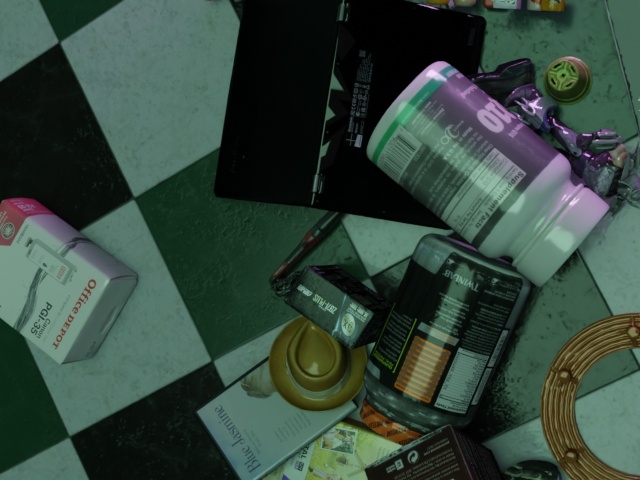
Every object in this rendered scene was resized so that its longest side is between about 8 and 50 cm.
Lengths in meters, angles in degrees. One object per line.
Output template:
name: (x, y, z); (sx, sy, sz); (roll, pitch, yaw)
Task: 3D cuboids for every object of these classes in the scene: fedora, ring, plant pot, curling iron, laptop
fedora: (-0.007, 0.207, 1.963); (0.194, 0.079, 0.194); (-2, 61, 4)
ring: (0.538, 0.291, 1.850); (0.336, 0.032, 0.337); (1, 92, 18)
plant pot: (0.413, -0.273, 1.853); (0.083, 0.079, 0.083); (1, 92, 17)
curling iron: (0.000, 0.000, 2.020); (0.068, 0.035, 0.274); (36, 97, -7)
laptop: (0.045, -0.237, 1.992); (0.408, 0.236, 0.382); (9, 90, -11)

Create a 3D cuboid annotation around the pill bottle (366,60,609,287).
pill bottle: (0.268, -0.103, 1.768); (0.361, 0.204, 0.204); (41, 103, 9)

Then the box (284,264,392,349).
box: (0.038, 0.113, 1.930); (0.147, 0.180, 0.077); (34, 99, 14)

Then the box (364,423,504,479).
box: (0.205, 0.426, 1.784); (0.168, 0.203, 0.167); (-31, 57, 14)

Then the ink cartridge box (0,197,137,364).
ink cartridge box: (-0.532, 0.077, 2.148); (0.283, 0.117, 0.207); (34, 101, 15)

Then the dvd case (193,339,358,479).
dvd case: (-0.083, 0.306, 1.990); (0.253, 0.022, 0.180); (-36, 65, -6)

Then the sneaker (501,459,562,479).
sneaker: (0.334, 0.535, 1.883); (0.129, 0.147, 0.330); (16, 79, 42)

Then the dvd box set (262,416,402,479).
dvd box set: (0.060, 0.484, 1.994); (0.420, 0.062, 0.308); (16, 96, 17)

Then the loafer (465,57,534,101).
loafer: (0.288, -0.260, 1.886); (0.170, 0.062, 0.061); (-17, 105, 0)

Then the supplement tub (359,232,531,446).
supplement tub: (0.203, 0.175, 1.864); (0.207, 0.207, 0.338); (25, 99, 16)

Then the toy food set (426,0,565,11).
toy food set: (0.304, -0.446, 1.860); (0.232, 0.111, 0.105); (8, 103, 20)

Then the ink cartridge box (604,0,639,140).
ink cartridge box: (0.595, -0.257, 1.806); (0.175, 0.069, 0.371); (-14, 89, 18)

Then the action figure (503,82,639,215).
action figure: (0.420, -0.137, 1.828); (0.285, 0.099, 0.185); (38, 136, 24)
